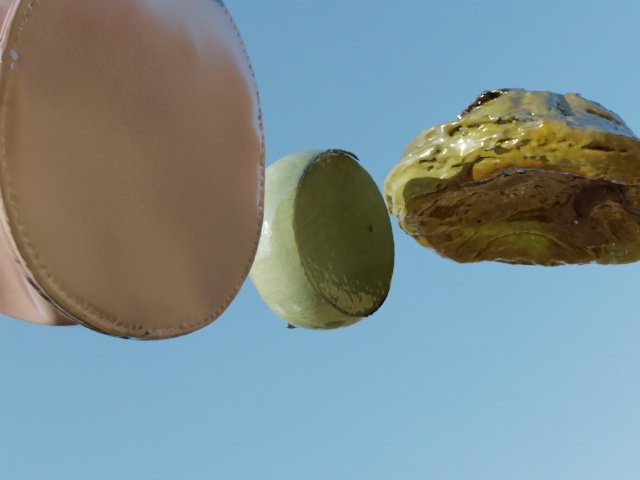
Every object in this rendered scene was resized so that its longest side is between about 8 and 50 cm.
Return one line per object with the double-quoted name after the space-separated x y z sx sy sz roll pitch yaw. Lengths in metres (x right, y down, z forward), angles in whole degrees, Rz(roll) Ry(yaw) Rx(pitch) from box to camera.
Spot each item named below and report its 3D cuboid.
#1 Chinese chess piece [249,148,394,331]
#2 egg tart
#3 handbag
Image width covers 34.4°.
0.000 0.000 1.062 0.083 0.188 0.188 -13 -21 37 "Chinese chess piece"
0.248 -0.074 1.198 0.351 0.150 0.352 6 -23 2 "egg tart"
-0.113 -0.047 0.458 0.116 0.179 0.205 0 -1 24 "handbag"
